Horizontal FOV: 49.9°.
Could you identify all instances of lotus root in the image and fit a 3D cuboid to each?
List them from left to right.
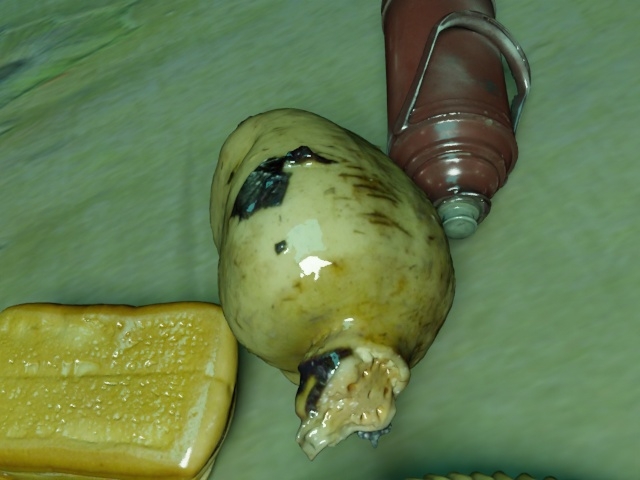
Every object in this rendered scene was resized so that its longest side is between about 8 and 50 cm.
[{"bbox_3d":[0.000,0.000,0.432,0.140,0.154,0.257,-31,47,5],"label":"lotus root"}]

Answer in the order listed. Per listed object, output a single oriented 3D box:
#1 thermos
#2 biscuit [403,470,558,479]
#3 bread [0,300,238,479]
[{"bbox_3d":[0.091,-0.099,0.512,0.124,0.098,0.232,-36,40,44],"label":"thermos"},{"bbox_3d":[0.091,0.158,0.242,0.259,0.259,0.079,9,96,26],"label":"biscuit"},{"bbox_3d":[-0.145,0.105,0.462,0.200,0.077,0.116,-2,54,18],"label":"bread"}]
